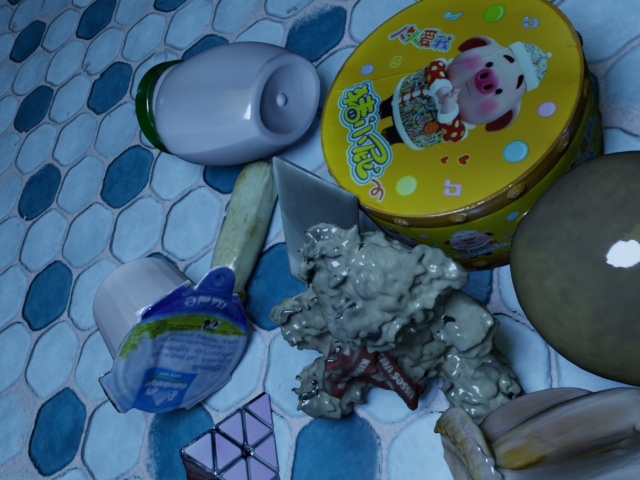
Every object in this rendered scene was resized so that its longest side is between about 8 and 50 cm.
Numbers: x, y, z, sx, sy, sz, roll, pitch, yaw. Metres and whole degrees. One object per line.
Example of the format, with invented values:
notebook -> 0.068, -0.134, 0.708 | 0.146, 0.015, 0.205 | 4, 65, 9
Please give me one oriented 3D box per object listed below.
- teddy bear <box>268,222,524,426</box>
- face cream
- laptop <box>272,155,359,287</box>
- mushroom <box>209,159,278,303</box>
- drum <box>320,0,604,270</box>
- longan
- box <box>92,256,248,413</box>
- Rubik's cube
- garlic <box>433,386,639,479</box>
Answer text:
teddy bear -> 0.074, 0.117, 0.823 | 0.357, 0.367, 0.224 | -1, 61, 28
face cream -> -0.195, -0.281, 1.233 | 0.357, 0.219, 0.312 | 7, 44, 40
laptop -> 0.000, 0.000, 1.002 | 0.015, 0.269, 0.187 | -34, 47, -30
mushroom -> -0.156, -0.017, 1.193 | 0.100, 0.081, 0.312 | 6, 69, 25
drum -> 0.222, -0.179, 0.968 | 0.431, 0.214, 0.431 | -13, 62, 26
longan -> 0.386, 0.036, 0.728 | 0.297, 0.297, 0.297 | -13, 62, 25
box -> -0.283, 0.129, 1.067 | 0.206, 0.262, 0.291 | 35, 107, 41
Rubik's cube -> -0.111, 0.352, 1.017 | 0.190, 0.211, 0.178 | 30, 60, 5
garlic -> 0.306, 0.246, 0.662 | 0.325, 0.279, 0.132 | -7, 104, -5
